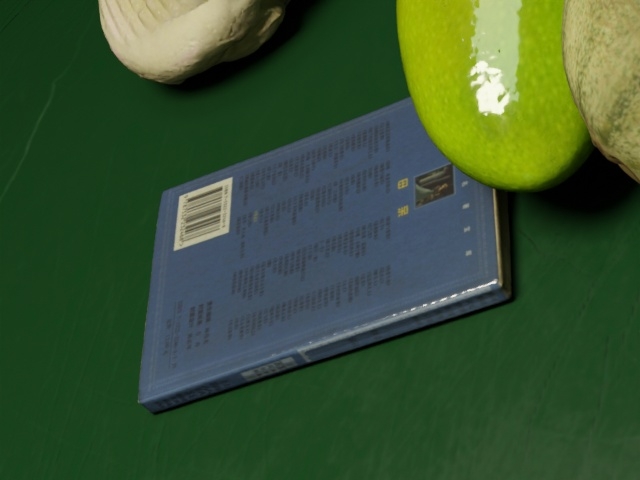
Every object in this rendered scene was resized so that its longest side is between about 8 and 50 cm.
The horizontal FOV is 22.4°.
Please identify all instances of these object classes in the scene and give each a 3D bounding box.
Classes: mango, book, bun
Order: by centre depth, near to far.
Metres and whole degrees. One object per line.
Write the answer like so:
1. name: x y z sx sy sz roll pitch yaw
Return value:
1. mango: 0.143 -0.172 1.024 0.192 0.156 0.343 -4 57 23
2. book: 0.000 0.000 1.084 0.269 0.025 0.190 -20 46 23
3. bun: -0.078 -0.233 1.281 0.237 0.116 0.210 -52 42 11

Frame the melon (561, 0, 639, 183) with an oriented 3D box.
1. melon: 0.273 -0.153 0.837 0.329 0.248 0.248 -44 40 8
